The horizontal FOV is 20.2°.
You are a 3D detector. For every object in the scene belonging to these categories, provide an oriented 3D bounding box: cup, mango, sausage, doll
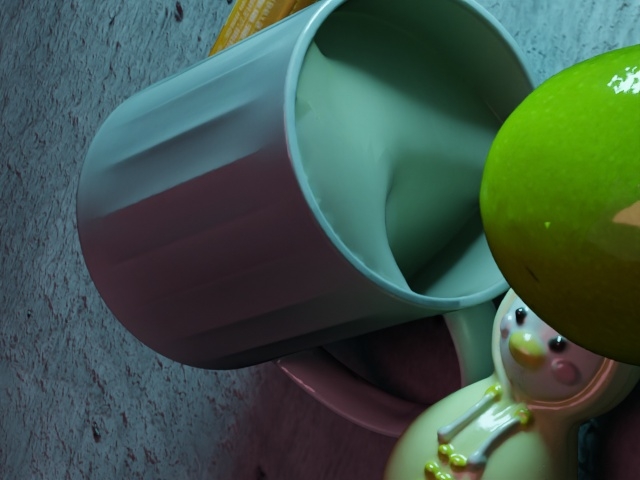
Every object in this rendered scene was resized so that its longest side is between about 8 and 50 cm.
[{"bbox_3d":[0.000,0.000,1.332,0.327,0.237,0.323,-20,94,53],"label":"cup"},{"bbox_3d":[0.237,-0.023,0.994,0.343,0.156,0.192,-3,75,46],"label":"mango"},{"bbox_3d":[-0.031,-0.216,1.564,0.234,0.071,0.071,-60,36,27],"label":"sausage"},{"bbox_3d":[0.122,0.125,1.170,0.141,0.117,0.296,41,116,45],"label":"doll"}]
